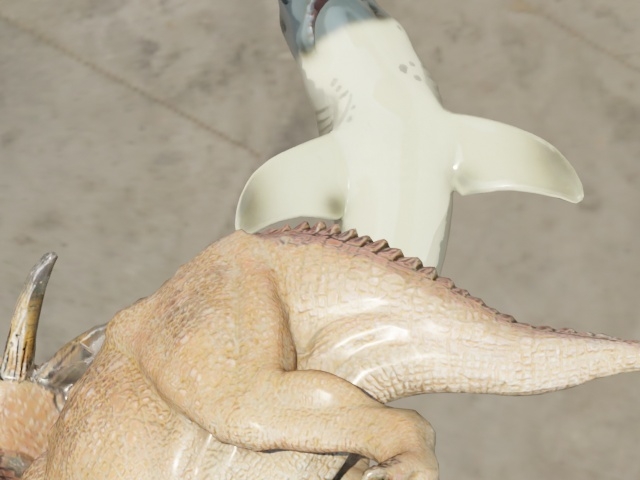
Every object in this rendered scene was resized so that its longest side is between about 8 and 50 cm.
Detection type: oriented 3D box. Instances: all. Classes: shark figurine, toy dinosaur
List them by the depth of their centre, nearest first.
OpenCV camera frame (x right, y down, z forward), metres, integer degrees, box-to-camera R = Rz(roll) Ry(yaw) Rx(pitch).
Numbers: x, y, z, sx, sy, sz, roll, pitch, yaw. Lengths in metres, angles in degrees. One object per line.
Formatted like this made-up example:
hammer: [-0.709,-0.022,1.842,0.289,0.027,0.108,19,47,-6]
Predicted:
toy dinosaur: [-0.048,0.062,0.631,0.296,0.200,0.127,-34,136,12]
shark figurine: [0.007,0.027,0.865,0.166,0.116,0.278,22,73,3]
